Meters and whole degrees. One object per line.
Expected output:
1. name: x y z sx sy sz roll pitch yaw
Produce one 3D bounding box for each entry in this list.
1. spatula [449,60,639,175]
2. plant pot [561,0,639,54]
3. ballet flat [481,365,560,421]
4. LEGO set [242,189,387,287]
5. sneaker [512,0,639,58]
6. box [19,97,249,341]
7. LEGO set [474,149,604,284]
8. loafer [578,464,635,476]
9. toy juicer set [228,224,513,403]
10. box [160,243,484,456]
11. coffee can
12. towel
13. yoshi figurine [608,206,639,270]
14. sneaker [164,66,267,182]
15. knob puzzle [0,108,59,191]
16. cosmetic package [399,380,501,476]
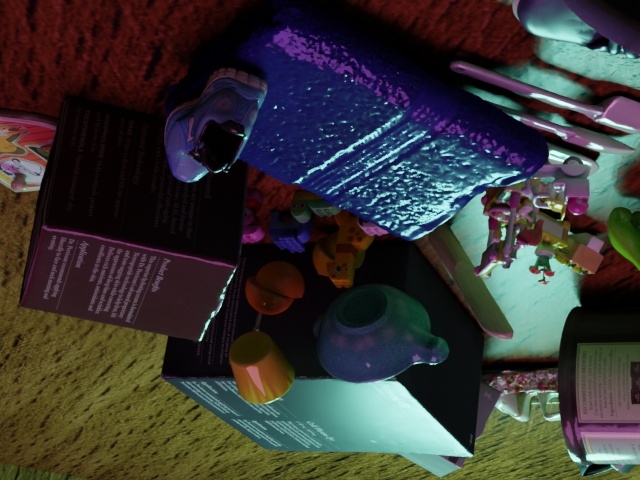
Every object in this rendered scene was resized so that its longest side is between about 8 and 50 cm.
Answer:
1. spatula: 0.202 -0.120 1.449 0.242 0.019 0.168 17 162 -20
2. plant pot: 0.335 -0.202 0.820 0.341 0.341 0.334 -11 160 39
3. ballet flat: 0.315 0.223 2.182 0.241 0.077 0.091 -8 155 35
4. LEGO set: 0.000 0.000 1.703 0.227 0.093 0.087 -2 155 22
5. sneaker: 0.320 -0.148 1.156 0.350 0.148 0.131 3 158 11
6. box: -0.196 -0.018 1.585 0.203 0.167 0.168 12 144 -13
7. LEGO set: 0.226 0.004 1.607 0.132 0.107 0.287 6 161 15
8. loafer: 0.487 0.329 2.388 0.076 0.078 0.223 18 156 -26
9. toy juicer set: 0.060 0.076 1.735 0.329 0.209 0.089 -11 134 13
10. box: 0.016 0.149 1.959 0.312 0.179 0.343 0 157 22
11. coffee can: 0.451 0.179 1.856 0.275 0.201 0.201 -2 156 23
12. towel: 0.032 -0.117 1.418 0.308 0.076 0.227 26 147 -26
13. yoshi figurine: 0.420 0.024 1.598 0.203 0.203 0.362 -29 148 -17
14. sneaker: -0.103 -0.090 1.353 0.063 0.073 0.162 19 150 -16
15. knob puzzle: -0.316 -0.092 1.667 0.213 0.030 0.213 6 158 3
16. cosmetic package: 0.177 0.262 2.186 0.107 0.127 0.238 29 166 6
